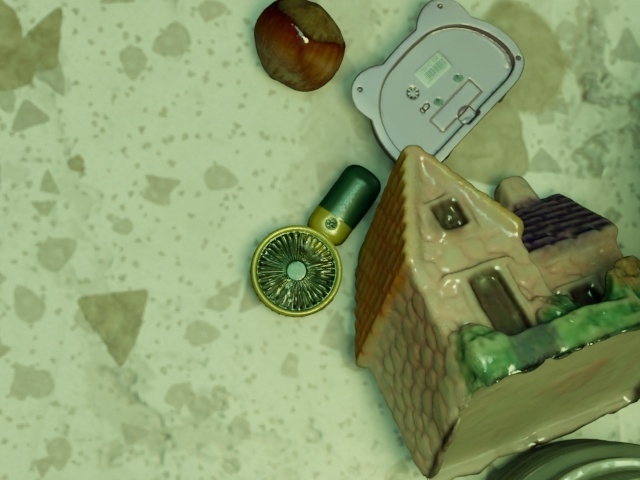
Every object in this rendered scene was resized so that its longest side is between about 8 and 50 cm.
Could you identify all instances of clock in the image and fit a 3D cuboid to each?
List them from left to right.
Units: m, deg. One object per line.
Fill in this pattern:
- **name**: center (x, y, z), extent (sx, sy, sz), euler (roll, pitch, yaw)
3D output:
- **clock**: center (0.101, -0.139, 1.694), extent (0.110, 0.050, 0.153), euler (44, 83, 0)

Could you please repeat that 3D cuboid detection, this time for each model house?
- **model house**: center (0.153, 0.038, 1.590), extent (0.237, 0.202, 0.237), euler (-20, 63, -19)

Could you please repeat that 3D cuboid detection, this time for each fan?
- **fan**: center (0.000, 0.000, 1.681), extent (0.082, 0.039, 0.155), euler (37, 82, 0)

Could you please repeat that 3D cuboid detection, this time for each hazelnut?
- **hazelnut**: center (-0.020, -0.176, 1.681), extent (0.086, 0.086, 0.086), euler (0, 85, -4)

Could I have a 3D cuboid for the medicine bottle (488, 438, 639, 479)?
- **medicine bottle**: center (0.241, 0.287, 1.539), extent (0.245, 0.306, 0.245), euler (0, 85, -3)
